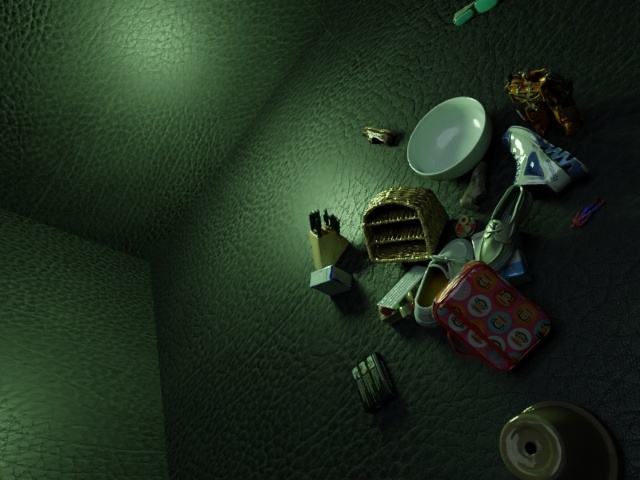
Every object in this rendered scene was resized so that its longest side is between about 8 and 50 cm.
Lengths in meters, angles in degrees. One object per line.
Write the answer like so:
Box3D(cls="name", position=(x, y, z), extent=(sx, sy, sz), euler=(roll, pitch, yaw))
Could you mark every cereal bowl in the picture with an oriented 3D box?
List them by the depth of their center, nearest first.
Box3D(cls="cereal bowl", position=(0.516, -0.376, 1.722), extent=(0.339, 0.141, 0.338), euler=(-26, 50, 36))

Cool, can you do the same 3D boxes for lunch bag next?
Box3D(cls="lunch bag", position=(0.480, 0.230, 1.297), extent=(0.258, 0.293, 0.120), euler=(-50, -5, 11))

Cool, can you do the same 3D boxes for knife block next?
Box3D(cls="knife block", position=(0.000, 0.000, 2.004), extent=(0.275, 0.242, 0.088), euler=(-56, 37, 8))

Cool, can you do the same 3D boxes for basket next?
Box3D(cls="basket", position=(0.296, -0.062, 1.683), extent=(0.299, 0.213, 0.223), euler=(-5, 45, 47))

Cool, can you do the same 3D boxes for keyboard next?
Box3D(cls="keyboard", position=(0.308, 0.167, 1.614), extent=(0.072, 0.014, 0.256), euler=(-1, 31, 49))

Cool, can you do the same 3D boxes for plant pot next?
Box3D(cls="plant pot", position=(0.553, 0.515, 1.071), extent=(0.263, 0.229, 0.262), euler=(-27, 50, 38))

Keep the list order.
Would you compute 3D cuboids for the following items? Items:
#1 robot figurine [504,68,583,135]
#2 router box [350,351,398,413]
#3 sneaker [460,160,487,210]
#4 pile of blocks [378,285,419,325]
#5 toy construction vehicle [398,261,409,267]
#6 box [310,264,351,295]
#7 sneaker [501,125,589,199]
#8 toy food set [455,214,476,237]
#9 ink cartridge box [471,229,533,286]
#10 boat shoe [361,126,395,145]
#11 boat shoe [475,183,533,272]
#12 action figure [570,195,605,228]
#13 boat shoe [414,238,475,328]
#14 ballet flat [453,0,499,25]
Box3D(cls="robot figurine", position=(0.712, -0.442, 1.413), extent=(0.211, 0.291, 0.084), euler=(16, 81, 53))
Box3D(cls="router box", position=(0.193, 0.522, 1.626), extent=(0.133, 0.046, 0.178), euler=(-44, 42, 22))
Box3D(cls="sneaker", position=(0.583, -0.196, 1.615), extent=(0.071, 0.066, 0.188), euler=(25, 93, 36))
Box3D(cls="pile of blocks", position=(0.343, 0.220, 1.583), extent=(0.362, 0.113, 0.148), euler=(-11, 60, 45))
Box3D(cls="toy construction vehicle", position=(0.340, 0.054, 1.757), extent=(0.086, 0.035, 0.098), euler=(-25, 51, 27))
Box3D(cls="box", position=(0.046, 0.178, 1.939), extent=(0.137, 0.126, 0.072), euler=(-22, 51, 39))
Box3D(cls="sneaker", position=(0.686, -0.241, 1.456), extent=(0.182, 0.128, 0.315), euler=(-49, 41, 13))
Box3D(cls="toy food set", position=(0.528, -0.049, 1.608), extent=(0.083, 0.020, 0.083), euler=(-58, 38, 5))
Box3D(cls="ink cartridge box", position=(0.584, 0.056, 1.430), extent=(0.140, 0.082, 0.190), euler=(-26, 49, 36))
Box3D(cls="boat shoe", position=(0.267, -0.501, 2.138), extent=(0.207, 0.073, 0.073), euler=(25, 86, 53))
Box3D(cls="boat shoe", position=(0.557, -0.036, 1.374), extent=(0.109, 0.094, 0.302), euler=(20, 81, 48))
Box3D(cls="action figure", position=(0.793, -0.081, 1.320), extent=(0.115, 0.030, 0.038), euler=(-52, 44, 16))
Box3D(cls="boat shoe", position=(0.404, 0.102, 1.460), extent=(0.136, 0.156, 0.367), euler=(19, 58, 35))
Box3D(cls="ballet flat", position=(0.696, -1.049, 1.982), extent=(0.213, 0.072, 0.068), euler=(-17, 52, 43))
